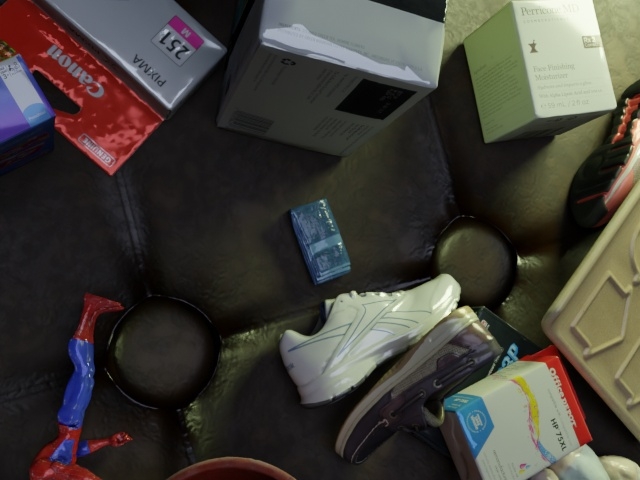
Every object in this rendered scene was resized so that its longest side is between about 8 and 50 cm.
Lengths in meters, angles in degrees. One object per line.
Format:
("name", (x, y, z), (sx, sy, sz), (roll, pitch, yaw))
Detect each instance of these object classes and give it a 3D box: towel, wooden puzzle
("towel", (0.000, 0.000, 1.121), (0.067, 0.029, 0.119), (-20, 89, -19))
("wooden puzzle", (0.506, 0.107, 1.217), (0.322, 0.080, 0.348), (-50, 116, -16))

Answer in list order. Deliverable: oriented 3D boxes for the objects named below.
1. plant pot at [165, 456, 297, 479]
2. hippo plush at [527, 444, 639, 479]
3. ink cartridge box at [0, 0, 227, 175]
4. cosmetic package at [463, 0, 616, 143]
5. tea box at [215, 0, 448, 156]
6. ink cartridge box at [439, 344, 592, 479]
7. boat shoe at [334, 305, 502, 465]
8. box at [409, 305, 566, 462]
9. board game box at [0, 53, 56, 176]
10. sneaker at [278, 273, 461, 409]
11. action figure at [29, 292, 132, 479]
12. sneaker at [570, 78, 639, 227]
("plant pot", (-0.066, 0.417, 0.884), (0.272, 0.265, 0.272), (-9, 61, 16))
("hippo plush", (0.420, 0.439, 1.082), (0.234, 0.236, 0.294), (2, 82, -17))
("ink cartridge box", (-0.309, -0.267, 1.048), (0.275, 0.060, 0.239), (42, 72, -8))
("cosmetic package", (0.340, -0.265, 1.198), (0.151, 0.151, 0.184), (-10, 85, -19))
("tea box", (0.012, -0.322, 1.011), (0.220, 0.329, 0.324), (12, 78, -15))
("ink cartridge box", (0.294, 0.253, 1.097), (0.231, 0.078, 0.134), (-23, 90, -20))
("boat shoe", (0.129, 0.216, 1.032), (0.092, 0.103, 0.285), (47, 107, 25))
("box", (0.251, 0.238, 1.155), (0.175, 0.051, 0.220), (36, 74, -10))
("board game box", (-0.482, -0.078, 0.873), (0.347, 0.233, 0.078), (-31, 98, -19))
("sneaker", (0.075, 0.119, 1.091), (0.297, 0.111, 0.129), (-30, 82, -21))
("action figure", (-0.279, 0.222, 0.970), (0.139, 0.091, 0.280), (17, 78, -5))
("sneaker", (0.536, -0.133, 1.261), (0.136, 0.116, 0.314), (37, 75, -13))
